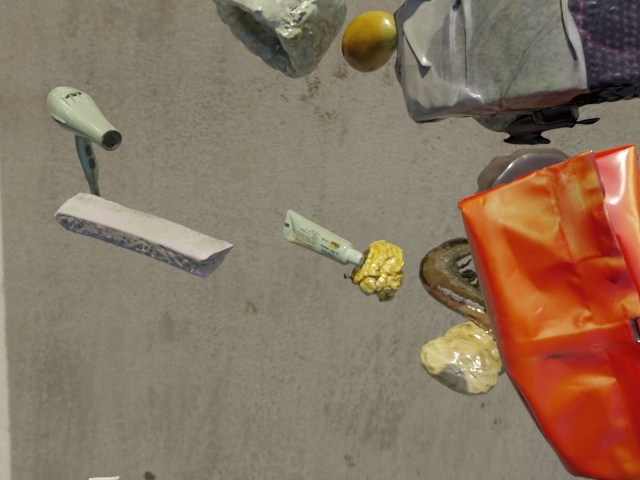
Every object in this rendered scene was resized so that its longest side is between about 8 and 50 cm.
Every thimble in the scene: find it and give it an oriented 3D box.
[{"bbox_3d":[-0.085,-0.530,1.346,0.292,0.291,0.195,33,84,12],"label":"thimble"}]

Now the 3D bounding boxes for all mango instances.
[{"bbox_3d":[0.103,-0.405,1.185,0.111,0.090,0.163,60,152,4],"label":"mango"}]

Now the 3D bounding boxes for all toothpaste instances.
[{"bbox_3d":[0.000,0.000,1.167,0.255,0.037,0.067,25,110,49],"label":"toothpaste"}]

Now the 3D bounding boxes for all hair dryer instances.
[{"bbox_3d":[-0.456,-0.179,1.205,0.229,0.092,0.267,19,131,46],"label":"hair dryer"}]

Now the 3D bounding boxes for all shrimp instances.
[{"bbox_3d":[0.204,0.057,0.689,0.178,0.124,0.034,33,143,27],"label":"shrimp"}]

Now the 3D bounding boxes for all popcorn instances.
[{"bbox_3d":[0.187,0.094,1.780,0.163,0.194,0.140,43,134,-1],"label":"popcorn"}]

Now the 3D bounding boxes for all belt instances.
[{"bbox_3d":[0.197,-0.170,0.547,0.289,0.184,0.164,3,105,42],"label":"belt"}]

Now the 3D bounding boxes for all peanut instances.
[{"bbox_3d":[0.363,0.280,1.438,0.197,0.233,0.110,24,122,37],"label":"peanut"}]

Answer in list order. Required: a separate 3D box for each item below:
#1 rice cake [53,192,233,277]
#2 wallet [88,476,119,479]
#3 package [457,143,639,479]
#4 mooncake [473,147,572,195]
[{"bbox_3d":[-0.311,-0.012,1.024,0.365,0.072,0.056,16,131,22],"label":"rice cake"},{"bbox_3d":[-0.316,0.377,0.842,0.011,0.044,0.083,21,102,59],"label":"wallet"},{"bbox_3d":[0.238,0.045,0.484,0.123,0.424,0.195,-20,82,28],"label":"package"},{"bbox_3d":[0.474,-0.072,1.335,0.283,0.141,0.282,-1,94,-9],"label":"mooncake"}]
